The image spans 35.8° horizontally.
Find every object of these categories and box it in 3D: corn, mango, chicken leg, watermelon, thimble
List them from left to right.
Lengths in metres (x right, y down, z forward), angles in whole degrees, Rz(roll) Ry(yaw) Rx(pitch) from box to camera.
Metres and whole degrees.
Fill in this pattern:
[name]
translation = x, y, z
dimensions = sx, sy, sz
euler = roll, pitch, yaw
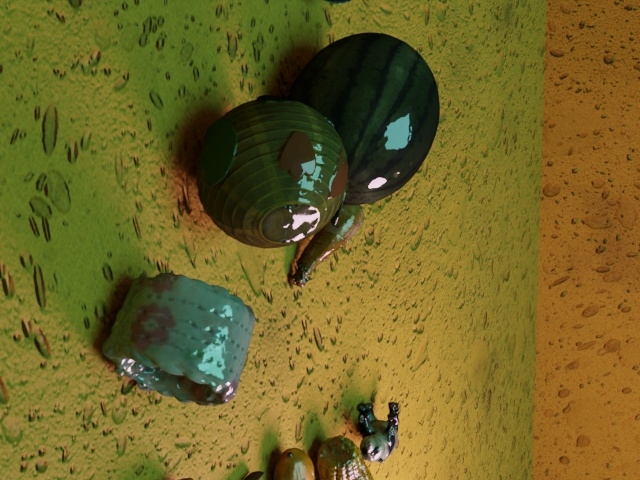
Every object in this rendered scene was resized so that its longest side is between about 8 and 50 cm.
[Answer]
[thimble]
translation = -0.208, 0.146, 1.462
dimensions = 0.211, 0.185, 0.149
euler = 27, 65, -25
[mango]
translation = -0.052, 0.487, 1.946
dimensions = 0.098, 0.075, 0.190
euler = -36, 134, -42
[chicken leg]
translation = 0.002, 0.000, 1.940
dimensions = 0.207, 0.101, 0.085
euler = -54, 141, -11
[corn]
translation = 0.073, 0.557, 2.157
dimensions = 0.120, 0.121, 0.363
euler = -58, 142, -40
[watermelon]
translation = 0.072, -0.216, 1.809
dimensions = 0.359, 0.279, 0.279
euler = -68, 149, -30

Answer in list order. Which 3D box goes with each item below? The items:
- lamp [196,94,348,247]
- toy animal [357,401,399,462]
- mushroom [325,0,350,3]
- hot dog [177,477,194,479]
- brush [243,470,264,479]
[lamp]
translation = -0.082, -0.123, 1.599
dimensions = 0.250, 0.250, 0.284
euler = 61, 5, -49
[toy animal]
translation = 0.129, 0.437, 2.229
dimensions = 0.225, 0.094, 0.121
euler = -15, 108, -85
[mushroom]
translation = 0.027, -0.519, 1.840
dimensions = 0.154, 0.122, 0.154
euler = 4, 81, -26
[hot dog]
translation = -0.215, 0.486, 1.624
dimensions = 0.102, 0.076, 0.249
euler = -88, 167, -58
[brush]
translation = -0.163, 0.464, 1.770
dimensions = 0.190, 0.034, 0.027
euler = -40, 114, -52
